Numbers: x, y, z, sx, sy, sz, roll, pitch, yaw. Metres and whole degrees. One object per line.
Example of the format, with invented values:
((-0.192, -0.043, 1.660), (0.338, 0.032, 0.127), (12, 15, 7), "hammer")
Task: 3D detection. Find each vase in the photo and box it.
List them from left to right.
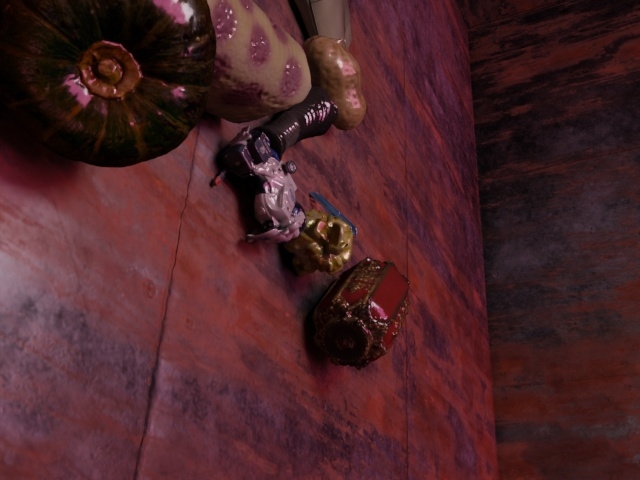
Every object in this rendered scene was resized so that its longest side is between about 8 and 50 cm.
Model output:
((-0.061, -0.219, 1.339), (0.237, 0.116, 0.115), (-48, 124, -55), "vase")

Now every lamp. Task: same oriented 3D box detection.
((0.088, 0.146, 1.413), (0.274, 0.177, 0.177), (-52, 127, -60), "lamp")

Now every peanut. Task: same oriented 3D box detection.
((0.032, -0.359, 1.565), (0.129, 0.129, 0.224), (-61, 137, -55), "peanut")

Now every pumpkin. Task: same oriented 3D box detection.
((-0.249, -0.210, 0.789), (0.189, 0.260, 0.260), (39, -22, 59), "pumpkin")

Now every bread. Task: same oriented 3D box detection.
((-0.165, -0.290, 1.031), (0.338, 0.187, 0.155), (21, 57, -64), "bread")

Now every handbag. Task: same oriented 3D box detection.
((0.019, -0.515, 1.697), (0.315, 0.109, 0.241), (74, 22, -46), "handbag")

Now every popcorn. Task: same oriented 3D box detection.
((0.000, 0.000, 1.337), (0.136, 0.162, 0.141), (-31, 70, -33), "popcorn")

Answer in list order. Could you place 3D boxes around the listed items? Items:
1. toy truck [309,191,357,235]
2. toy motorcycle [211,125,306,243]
((0.010, -0.038, 1.470), (0.136, 0.074, 0.063), (43, 10, 23), "toy truck")
((-0.096, -0.083, 1.197), (0.221, 0.102, 0.150), (62, 38, -23), "toy motorcycle")
